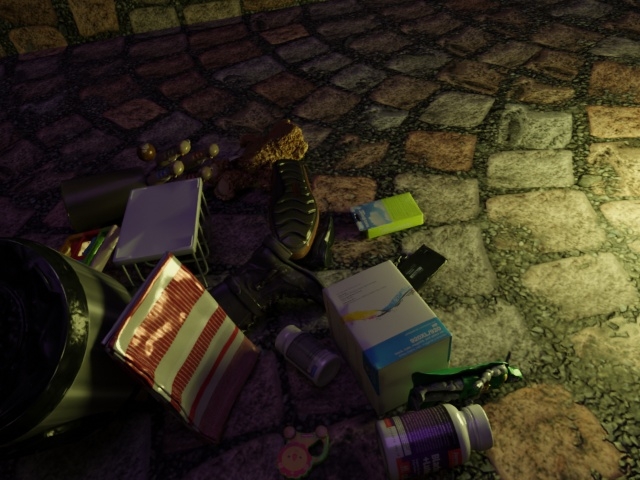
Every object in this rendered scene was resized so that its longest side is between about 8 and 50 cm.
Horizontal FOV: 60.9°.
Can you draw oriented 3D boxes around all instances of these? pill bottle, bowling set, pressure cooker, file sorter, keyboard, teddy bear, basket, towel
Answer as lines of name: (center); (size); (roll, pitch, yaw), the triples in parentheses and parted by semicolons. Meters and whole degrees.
pill bottle: (0.205, 0.359, 0.986); (0.194, 0.108, 0.108); (-13, 44, -3)
bowling set: (-0.424, -0.216, 1.590); (0.154, 0.200, 0.287); (-22, 47, 25)
pressure cooker: (-0.536, 0.209, 1.068); (0.370, 0.420, 0.375); (35, 79, 14)
file sorter: (-0.390, -0.001, 1.413); (0.193, 0.173, 0.277); (-9, 43, 1)
keyboard: (0.221, 0.076, 1.342); (0.108, 0.023, 0.180); (34, 57, 28)
pill bottle: (-0.029, 0.244, 1.167); (0.137, 0.078, 0.078); (32, 57, 34)
teddy bear: (-0.200, -0.240, 1.695); (0.245, 0.113, 0.338); (25, 60, 39)
basket: (-0.622, -0.130, 1.606); (0.227, 0.154, 0.204); (-17, 28, -14)
towel: (-0.251, 0.213, 1.067); (0.037, 0.329, 0.237); (-9, 39, 32)

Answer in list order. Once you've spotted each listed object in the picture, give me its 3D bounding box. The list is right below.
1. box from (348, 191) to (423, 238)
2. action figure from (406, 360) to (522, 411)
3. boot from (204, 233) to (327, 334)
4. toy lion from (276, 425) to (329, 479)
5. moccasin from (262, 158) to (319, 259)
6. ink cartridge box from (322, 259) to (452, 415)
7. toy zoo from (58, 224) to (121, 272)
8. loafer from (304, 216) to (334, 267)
box: (0.177, -0.068, 1.481); (0.178, 0.042, 0.109); (-15, 43, -6)
action figure: (0.289, 0.281, 1.060); (0.232, 0.137, 0.063); (-10, 48, -14)
boot: (-0.118, 0.139, 1.273); (0.263, 0.091, 0.229); (42, 84, 0)
toy lion: (-0.034, 0.406, 1.037); (0.100, 0.034, 0.096); (-4, 51, 5)
moccasin: (-0.088, -0.074, 1.478); (0.139, 0.147, 0.380); (-2, 38, -14)
ink cartridge box: (0.132, 0.194, 1.124); (0.168, 0.171, 0.232); (-22, 46, -14)
toy zoo: (-0.638, 0.063, 1.403); (0.293, 0.030, 0.192); (-8, 52, 40)
loafer: (0.000, 0.000, 1.430); (0.061, 0.062, 0.170); (-1, 43, 15)
